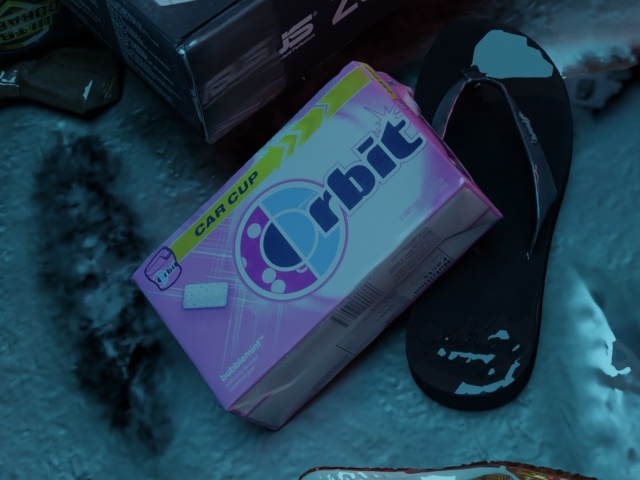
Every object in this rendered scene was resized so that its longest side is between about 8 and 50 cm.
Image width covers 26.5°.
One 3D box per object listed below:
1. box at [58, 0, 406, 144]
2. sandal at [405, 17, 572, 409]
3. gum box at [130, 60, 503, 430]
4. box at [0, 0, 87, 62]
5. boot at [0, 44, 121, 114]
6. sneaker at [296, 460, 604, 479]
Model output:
[{"bbox_3d":[-0.075,-0.283,0.860,0.318,0.097,0.395,-38,62,-15],"label":"box"},{"bbox_3d":[0.099,-0.029,0.789,0.097,0.054,0.255,-2,60,10],"label":"sandal"},{"bbox_3d":[0.000,0.000,0.757,0.188,0.062,0.107,-44,59,7],"label":"gum box"},{"bbox_3d":[-0.165,-0.285,0.967,0.295,0.073,0.293,-24,56,-10],"label":"box"},{"bbox_3d":[-0.195,-0.093,0.901,0.114,0.037,0.106,14,66,14],"label":"boot"},{"bbox_3d":[0.072,0.147,0.701,0.175,0.064,0.067,-6,79,14],"label":"sneaker"}]
